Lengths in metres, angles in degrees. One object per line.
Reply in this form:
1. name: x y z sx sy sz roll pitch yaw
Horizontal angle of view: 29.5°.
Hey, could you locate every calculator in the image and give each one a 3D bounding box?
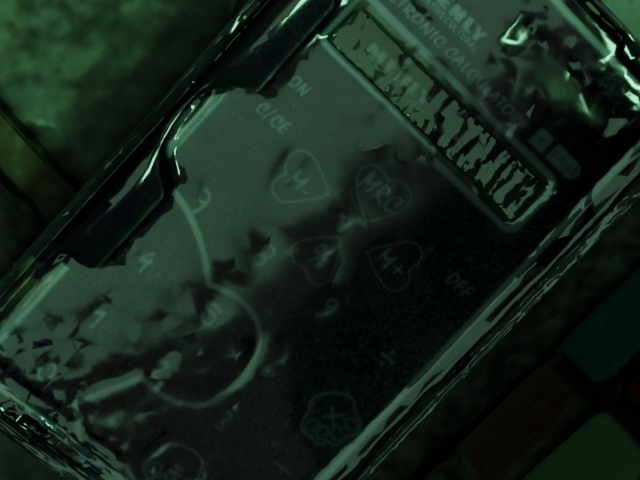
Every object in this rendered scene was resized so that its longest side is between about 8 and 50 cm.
1. calculator: 0.000 0.000 0.463 0.165 0.028 0.274 41 96 -14

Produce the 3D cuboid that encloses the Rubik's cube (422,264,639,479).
1. Rubik's cube: 0.192 0.153 0.408 0.256 0.253 0.259 -43 103 4
